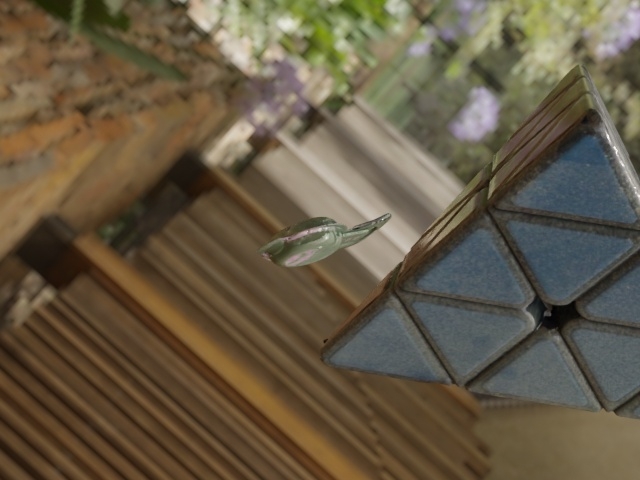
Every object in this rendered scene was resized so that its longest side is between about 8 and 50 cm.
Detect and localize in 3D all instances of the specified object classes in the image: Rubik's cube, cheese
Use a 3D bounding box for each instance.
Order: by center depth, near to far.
[{"bbox_3d":[0.164,0.002,1.184,0.228,0.233,0.229,-2,106,-38],"label":"Rubik's cube"},{"bbox_3d":[0.000,0.000,1.352,0.120,0.026,0.067,-8,161,-44],"label":"cheese"}]
